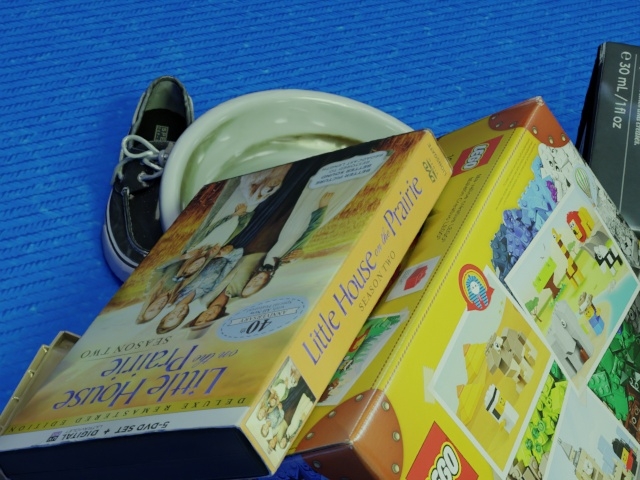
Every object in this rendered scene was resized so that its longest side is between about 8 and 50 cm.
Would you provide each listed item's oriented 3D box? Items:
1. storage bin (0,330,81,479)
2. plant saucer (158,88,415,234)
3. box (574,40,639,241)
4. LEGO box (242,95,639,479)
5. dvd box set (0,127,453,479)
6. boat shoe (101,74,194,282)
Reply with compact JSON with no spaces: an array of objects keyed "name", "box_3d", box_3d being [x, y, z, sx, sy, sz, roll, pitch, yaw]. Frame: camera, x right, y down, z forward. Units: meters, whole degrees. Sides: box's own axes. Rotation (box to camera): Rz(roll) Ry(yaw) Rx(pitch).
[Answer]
[{"name":"storage bin","box_3d":[-0.193,0.246,1.332,0.262,0.123,0.260,19,44,4]},{"name":"plant saucer","box_3d":[0.000,0.000,1.618,0.400,0.100,0.400,11,50,-13]},{"name":"box","box_3d":[0.492,-0.032,1.611,0.395,0.212,0.293,10,52,6]},{"name":"LEGO box","box_3d":[0.163,0.163,1.332,0.372,0.193,0.500,52,43,-19]},{"name":"dvd box set","box_3d":[-0.084,0.061,1.282,0.307,0.062,0.420,-11,30,37]},{"name":"boat shoe","box_3d":[-0.193,-0.078,1.655,0.113,0.105,0.306,11,45,-4]}]
